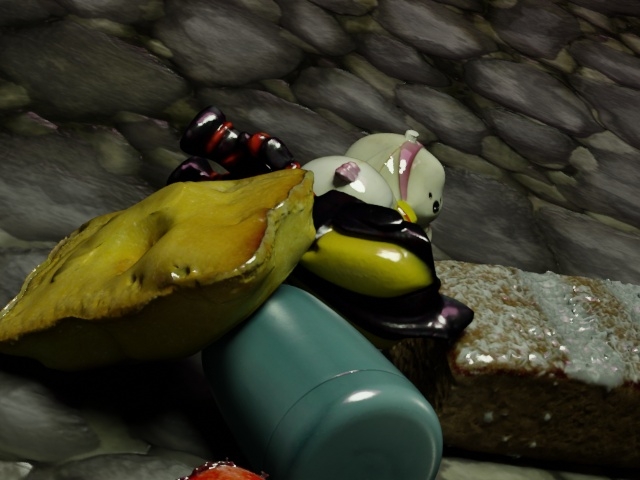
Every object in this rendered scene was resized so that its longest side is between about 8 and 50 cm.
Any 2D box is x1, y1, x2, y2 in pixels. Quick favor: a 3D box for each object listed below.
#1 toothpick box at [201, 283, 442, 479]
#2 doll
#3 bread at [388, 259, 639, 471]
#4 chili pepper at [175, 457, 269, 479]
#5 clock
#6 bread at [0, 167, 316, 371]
[{"bbox_3d":[-0.008,0.110,1.229,0.120,0.120,0.184,5,23,-30],"label":"toothpick box"},{"bbox_3d":[-0.002,0.003,1.324,0.248,0.088,0.127,36,-11,8],"label":"doll"},{"bbox_3d":[0.259,0.107,1.443,0.416,0.113,0.165,8,26,-22],"label":"bread"},{"bbox_3d":[-0.046,0.204,1.052,0.086,0.084,0.192,-2,24,-8],"label":"chili pepper"},{"bbox_3d":[0.030,-0.016,1.477,0.103,0.144,0.231,30,26,15],"label":"clock"},{"bbox_3d":[-0.109,0.026,1.254,0.088,0.233,0.161,54,38,-24],"label":"bread"}]
